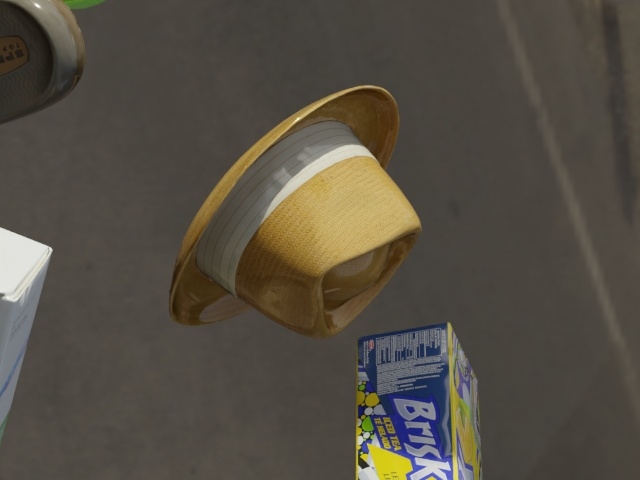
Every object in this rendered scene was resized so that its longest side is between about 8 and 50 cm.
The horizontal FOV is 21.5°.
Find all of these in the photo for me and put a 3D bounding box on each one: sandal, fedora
[{"bbox_3d":[-0.222,-0.067,0.861,0.060,0.219,0.090,-61,132,-63],"label":"sandal"},{"bbox_3d":[0.000,0.000,0.966,0.194,0.079,0.194,-41,160,-19],"label":"fedora"}]

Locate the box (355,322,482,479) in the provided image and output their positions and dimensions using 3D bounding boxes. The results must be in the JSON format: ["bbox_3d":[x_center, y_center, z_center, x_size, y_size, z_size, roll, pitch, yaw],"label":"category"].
[{"bbox_3d":[0.051,0.128,0.850,0.059,0.054,0.169,62,23,-46],"label":"box"}]

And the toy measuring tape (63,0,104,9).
[{"bbox_3d":[-0.269,-0.277,1.419,0.121,0.330,0.121,24,90,-86],"label":"toy measuring tape"}]

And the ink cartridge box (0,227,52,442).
[{"bbox_3d":[-0.315,0.082,1.324,0.093,0.154,0.212,-67,177,-58],"label":"ink cartridge box"}]
